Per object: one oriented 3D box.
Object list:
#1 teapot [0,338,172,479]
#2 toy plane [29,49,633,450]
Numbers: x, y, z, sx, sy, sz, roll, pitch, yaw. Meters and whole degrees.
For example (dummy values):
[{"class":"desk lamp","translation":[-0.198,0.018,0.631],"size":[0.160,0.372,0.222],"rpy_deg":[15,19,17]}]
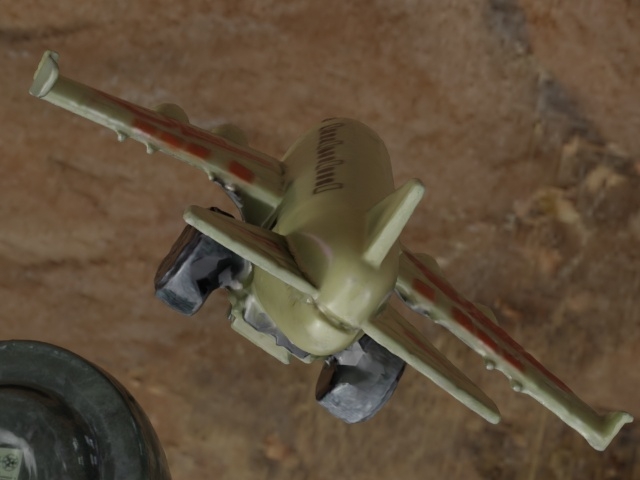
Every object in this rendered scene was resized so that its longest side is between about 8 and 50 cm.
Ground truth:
[{"class":"teapot","translation":[-0.092,0.114,0.600],"size":[0.149,0.111,0.108],"rpy_deg":[45,176,23]},{"class":"toy plane","translation":[0.000,0.000,0.605],"size":[0.242,0.104,0.256],"rpy_deg":[32,180,-9]}]
